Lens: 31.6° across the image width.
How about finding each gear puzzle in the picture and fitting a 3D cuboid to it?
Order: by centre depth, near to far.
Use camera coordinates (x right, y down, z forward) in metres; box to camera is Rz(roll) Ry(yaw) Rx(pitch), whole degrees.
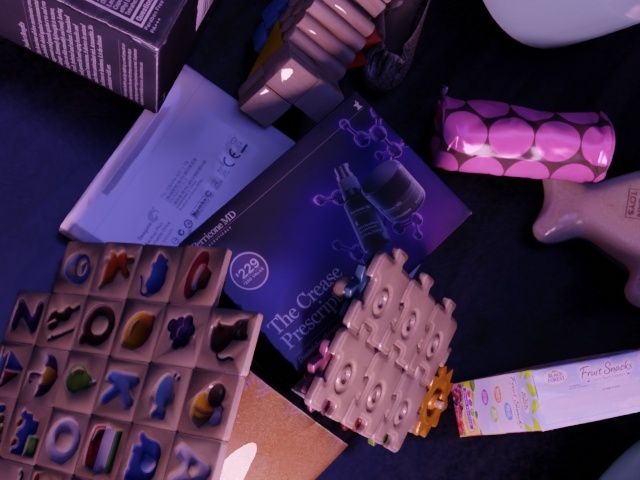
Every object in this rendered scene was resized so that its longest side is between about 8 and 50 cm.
[{"bbox_3d":[0.075,0.124,1.172,0.044,0.339,0.175,21,80,30],"label":"gear puzzle"}]

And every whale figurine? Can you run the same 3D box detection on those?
[{"bbox_3d":[0.397,-0.013,1.380,0.272,0.141,0.216,9,70,9],"label":"whale figurine"}]

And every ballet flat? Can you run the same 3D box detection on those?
[{"bbox_3d":[0.099,-0.294,1.362,0.084,0.058,0.250,20,74,-14],"label":"ballet flat"}]

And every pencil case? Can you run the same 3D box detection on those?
[{"bbox_3d":[0.235,-0.123,1.332,0.209,0.098,0.095,8,117,0],"label":"pencil case"}]

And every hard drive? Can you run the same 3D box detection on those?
[{"bbox_3d":[-0.075,-0.005,1.258,0.353,0.047,0.233,35,71,-8],"label":"hard drive"}]

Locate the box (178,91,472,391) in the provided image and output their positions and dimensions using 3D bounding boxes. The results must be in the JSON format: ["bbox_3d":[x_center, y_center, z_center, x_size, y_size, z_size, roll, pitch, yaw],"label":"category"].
[{"bbox_3d":[0.000,0.000,1.194,0.184,0.103,0.261,45,69,5],"label":"box"}]

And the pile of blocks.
[{"bbox_3d":[0.022,-0.277,1.312,0.112,0.149,0.362,35,78,-32],"label":"pile of blocks"}]

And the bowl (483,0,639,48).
[{"bbox_3d":[0.339,-0.373,1.328,0.311,0.163,0.312,-12,111,-35],"label":"bowl"}]

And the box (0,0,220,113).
[{"bbox_3d":[-0.233,-0.345,1.186,0.294,0.183,0.296,27,73,-1],"label":"box"}]

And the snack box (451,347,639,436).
[{"bbox_3d":[0.265,0.168,1.247,0.174,0.207,0.070,-7,82,-19],"label":"snack box"}]

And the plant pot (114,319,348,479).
[{"bbox_3d":[-0.144,0.228,1.116,0.237,0.237,0.254,40,83,-7],"label":"plant pot"}]

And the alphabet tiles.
[{"bbox_3d":[-0.204,0.137,1.066,0.011,0.342,0.285,31,68,-47],"label":"alphabet tiles"}]

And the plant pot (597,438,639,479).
[{"bbox_3d":[0.423,0.332,1.233,0.293,0.293,0.235,46,57,-4],"label":"plant pot"}]
